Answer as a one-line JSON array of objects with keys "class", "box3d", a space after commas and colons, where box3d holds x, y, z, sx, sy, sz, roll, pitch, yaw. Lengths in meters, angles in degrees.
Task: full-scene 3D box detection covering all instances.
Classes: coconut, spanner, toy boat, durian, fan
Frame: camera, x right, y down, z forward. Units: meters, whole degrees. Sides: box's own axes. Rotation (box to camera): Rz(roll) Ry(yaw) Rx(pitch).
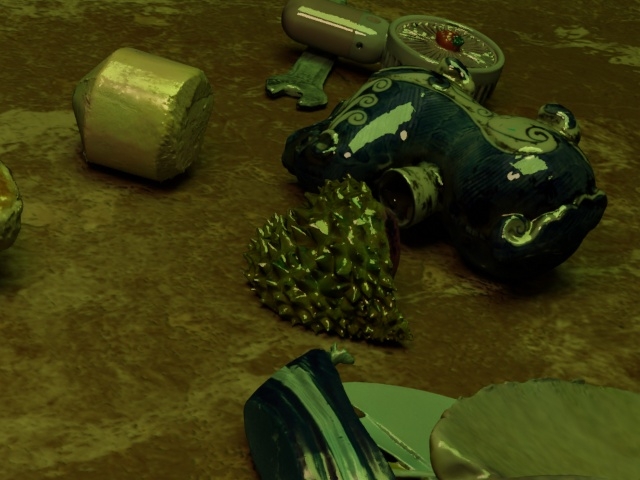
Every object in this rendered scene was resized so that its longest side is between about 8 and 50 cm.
[{"class": "coconut", "box3d": [-0.170, -0.117, 1.609, 0.122, 0.116, 0.116, 18, 29, 13]}, {"class": "spanner", "box3d": [0.004, -0.208, 1.934, 0.071, 0.017, 0.302, 17, 29, 7]}, {"class": "toy boat", "box3d": [0.190, 0.185, 1.210, 0.276, 0.111, 0.293, 15, 22, -24]}, {"class": "durian", "box3d": [0.002, -0.003, 1.471, 0.119, 0.108, 0.186, 0, 31, -23]}, {"class": "fan", "box3d": [0.076, -0.211, 1.895, 0.244, 0.074, 0.130, 18, 30, 3]}, {"class": "toy boat", "box3d": [0.094, 0.148, 1.292, 0.291, 0.067, 0.220, 2, 30, -25]}]

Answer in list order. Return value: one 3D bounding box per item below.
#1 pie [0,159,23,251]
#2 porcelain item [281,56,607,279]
[{"class": "pie", "box3d": [-0.335, -0.029, 1.408, 0.179, 0.084, 0.205, -2, 30, -28]}, {"class": "porcelain item", "box3d": [0.112, -0.064, 1.605, 0.186, 0.138, 0.288, -25, 44, -34]}]
